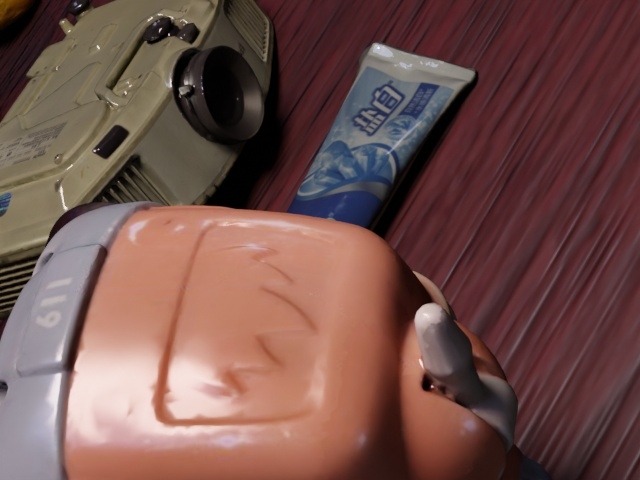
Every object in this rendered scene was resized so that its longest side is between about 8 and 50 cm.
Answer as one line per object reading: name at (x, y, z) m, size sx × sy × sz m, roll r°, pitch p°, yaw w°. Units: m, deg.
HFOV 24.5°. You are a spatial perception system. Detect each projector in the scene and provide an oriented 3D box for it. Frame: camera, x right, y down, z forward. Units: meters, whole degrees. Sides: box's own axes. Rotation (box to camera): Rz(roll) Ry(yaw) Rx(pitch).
projector at (-0.133, -0.075, 0.955) m, size 0.194 × 0.088 × 0.269 m, roll -13°, pitch 37°, yaw 35°

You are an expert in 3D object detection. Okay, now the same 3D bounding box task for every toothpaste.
toothpaste at (0.001, 0.000, 0.843) m, size 0.069 × 0.047 × 0.268 m, roll -2°, pitch 53°, yaw 57°

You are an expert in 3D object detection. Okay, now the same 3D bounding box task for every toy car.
toy car at (-0.012, 0.104, 0.619) m, size 0.212 × 0.270 × 0.180 m, roll -4°, pitch 49°, yaw 19°

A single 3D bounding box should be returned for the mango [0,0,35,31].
mango at (-0.280, -0.221, 1.271) m, size 0.080 × 0.060 × 0.114 m, roll -38°, pitch 43°, yaw 18°
